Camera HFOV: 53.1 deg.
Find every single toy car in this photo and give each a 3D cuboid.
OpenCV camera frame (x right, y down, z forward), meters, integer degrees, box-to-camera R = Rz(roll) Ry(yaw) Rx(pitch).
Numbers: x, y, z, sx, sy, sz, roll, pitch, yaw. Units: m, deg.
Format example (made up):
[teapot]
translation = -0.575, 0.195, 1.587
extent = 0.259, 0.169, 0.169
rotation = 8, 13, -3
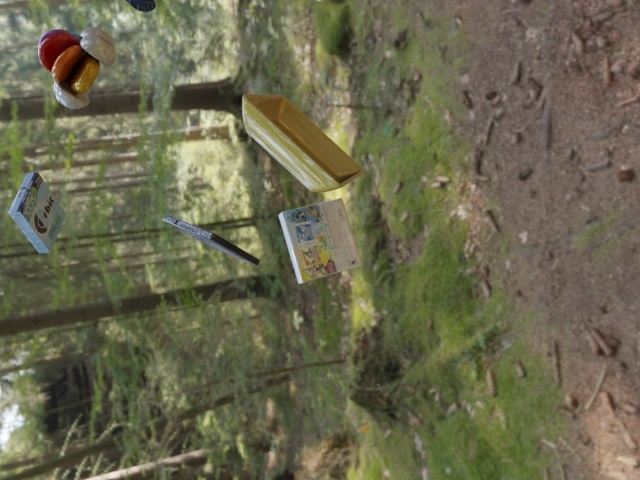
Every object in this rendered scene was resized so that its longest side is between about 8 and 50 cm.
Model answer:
[toy car]
translation = -0.515, -0.375, 1.323
extent = 0.159, 0.136, 0.182
rotation = -52, 31, 14

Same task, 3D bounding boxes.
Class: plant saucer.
[plant saucer]
translation = -0.054, -0.249, 1.702
extent = 0.333, 0.081, 0.333
rotation = 44, -161, 2

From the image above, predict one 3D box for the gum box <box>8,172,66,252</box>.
[gum box]
translation = -0.828, -0.080, 1.882
extent = 0.184, 0.041, 0.157
rotation = 78, -168, -50

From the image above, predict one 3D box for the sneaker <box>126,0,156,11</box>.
[sneaker]
translation = -0.460, -0.630, 1.489
extent = 0.211, 0.080, 0.081
rotation = 47, -139, -57

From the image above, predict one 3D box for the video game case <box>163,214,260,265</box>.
[video game case]
translation = -0.330, -0.002, 1.924
extent = 0.274, 0.196, 0.026
rotation = 17, 77, 46

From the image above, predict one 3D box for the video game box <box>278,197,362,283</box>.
[video game box]
translation = 0.000, 0.000, 1.787
extent = 0.048, 0.187, 0.205
rotation = -29, 76, 67
